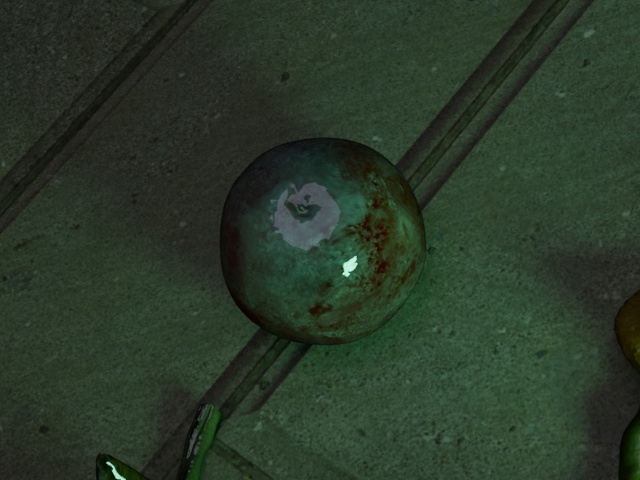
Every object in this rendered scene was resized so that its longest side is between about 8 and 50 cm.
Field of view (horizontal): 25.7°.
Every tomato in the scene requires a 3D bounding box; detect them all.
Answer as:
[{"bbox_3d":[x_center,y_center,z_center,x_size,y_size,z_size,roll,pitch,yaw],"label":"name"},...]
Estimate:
[{"bbox_3d":[0.000,0.000,2.092,0.316,0.282,0.317,-4,65,10],"label":"tomato"}]

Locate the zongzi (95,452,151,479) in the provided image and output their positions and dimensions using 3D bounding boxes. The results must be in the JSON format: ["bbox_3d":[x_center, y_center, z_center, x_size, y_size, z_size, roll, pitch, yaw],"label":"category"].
[{"bbox_3d":[-0.182,0.505,1.721,0.208,0.432,0.403,-14,55,10],"label":"zongzi"}]

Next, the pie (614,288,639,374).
[{"bbox_3d":[0.527,0.134,1.877,0.273,0.069,0.273,1,45,-1],"label":"pie"}]

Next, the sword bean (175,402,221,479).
[{"bbox_3d":[-0.196,0.368,2.070,0.043,0.038,0.269,-19,48,43],"label":"sword bean"}]

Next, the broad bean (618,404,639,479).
[{"bbox_3d":[0.437,0.295,1.837,0.098,0.056,0.318,-5,55,21],"label":"broad bean"}]
